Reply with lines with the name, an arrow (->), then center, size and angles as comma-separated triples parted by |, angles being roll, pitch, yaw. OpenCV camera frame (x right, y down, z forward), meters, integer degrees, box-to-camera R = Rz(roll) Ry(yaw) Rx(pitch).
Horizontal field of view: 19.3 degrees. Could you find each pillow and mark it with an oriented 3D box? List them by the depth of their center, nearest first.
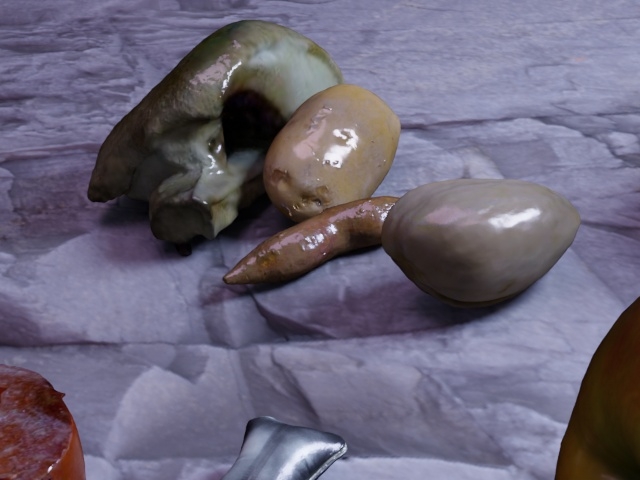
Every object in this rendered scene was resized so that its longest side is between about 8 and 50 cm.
pillow -> -0.045, 0.197, 1.551 | 0.091, 0.055, 0.136 | 32, 47, 10

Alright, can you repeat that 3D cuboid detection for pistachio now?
pistachio -> 0.150, -0.002, 1.751 | 0.185, 0.124, 0.124 | -13, 28, -13

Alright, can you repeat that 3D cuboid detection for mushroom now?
mushroom -> -0.137, -0.133, 2.040 | 0.217, 0.212, 0.292 | 11, 45, 32

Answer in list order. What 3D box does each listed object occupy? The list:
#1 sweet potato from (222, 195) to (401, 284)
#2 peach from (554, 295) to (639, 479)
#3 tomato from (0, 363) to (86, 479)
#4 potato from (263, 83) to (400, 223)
sweet potato -> -0.001, -0.001, 1.886 | 0.218, 0.051, 0.065 | -21, 17, -13
peach -> 0.342, 0.163, 1.191 | 0.370, 0.370, 0.370 | -10, 29, 6
tomato -> -0.334, 0.238, 1.514 | 0.338, 0.144, 0.338 | -13, 25, 6
potato -> 0.011, -0.089, 1.971 | 0.109, 0.118, 0.178 | -4, 35, 43
